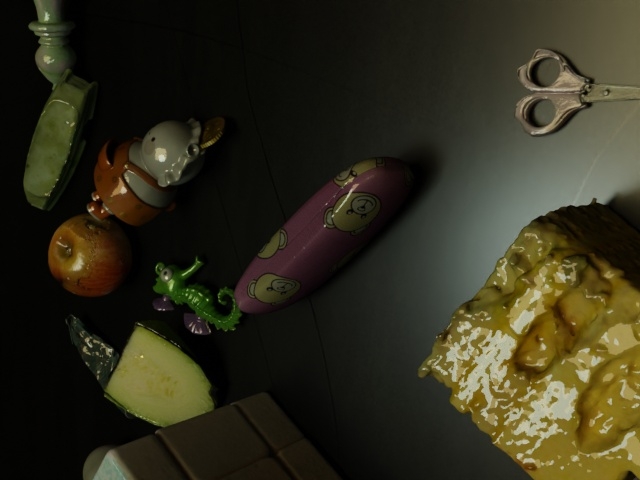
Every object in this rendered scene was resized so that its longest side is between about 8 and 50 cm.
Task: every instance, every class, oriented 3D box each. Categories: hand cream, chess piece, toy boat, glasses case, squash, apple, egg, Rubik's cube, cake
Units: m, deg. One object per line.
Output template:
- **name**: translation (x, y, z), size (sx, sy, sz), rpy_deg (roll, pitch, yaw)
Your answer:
- **hand cream**: translation (-0.393, 0.234, 1.463), size (0.248, 0.052, 0.075), rpy_deg (39, 118, 27)
- **chess piece**: translation (-0.464, -0.389, 1.391), size (0.139, 0.139, 0.271), rpy_deg (18, 120, 35)
- **toy boat**: translation (-0.479, -0.166, 1.455), size (0.093, 0.055, 0.293), rpy_deg (26, 119, -6)
- **glasses case**: translation (0.000, 0.000, 1.073), size (0.316, 0.123, 0.075), rpy_deg (-45, 64, 34)
- **squash**: translation (-0.245, 0.223, 1.346), size (0.184, 0.085, 0.191), rpy_deg (31, 122, -2)
- **apple**: translation (-0.400, 0.027, 1.388), size (0.147, 0.147, 0.146), rpy_deg (7, 101, 37)
- **egg**: translation (-0.365, 0.425, 1.438), size (0.135, 0.103, 0.103), rpy_deg (38, 118, 26)
- **Rubik's cube**: translation (-0.150, 0.459, 1.140), size (0.316, 0.319, 0.321), rpy_deg (47, 121, 24)
- **cake**: translation (0.293, 0.131, 0.798), size (0.286, 0.228, 0.222), rpy_deg (42, 119, 25)

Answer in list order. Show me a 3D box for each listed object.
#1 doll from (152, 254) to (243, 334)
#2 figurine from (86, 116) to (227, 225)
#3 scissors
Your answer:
- **doll**: translation (-0.199, 0.088, 1.293), size (0.190, 0.050, 0.115), rpy_deg (30, 108, 27)
- **figurine**: translation (-0.254, -0.111, 1.265), size (0.272, 0.143, 0.143), rpy_deg (-17, 86, 14)
- **scissors**: translation (0.303, -0.161, 0.880), size (0.189, 0.015, 0.100), rpy_deg (8, 99, 36)
